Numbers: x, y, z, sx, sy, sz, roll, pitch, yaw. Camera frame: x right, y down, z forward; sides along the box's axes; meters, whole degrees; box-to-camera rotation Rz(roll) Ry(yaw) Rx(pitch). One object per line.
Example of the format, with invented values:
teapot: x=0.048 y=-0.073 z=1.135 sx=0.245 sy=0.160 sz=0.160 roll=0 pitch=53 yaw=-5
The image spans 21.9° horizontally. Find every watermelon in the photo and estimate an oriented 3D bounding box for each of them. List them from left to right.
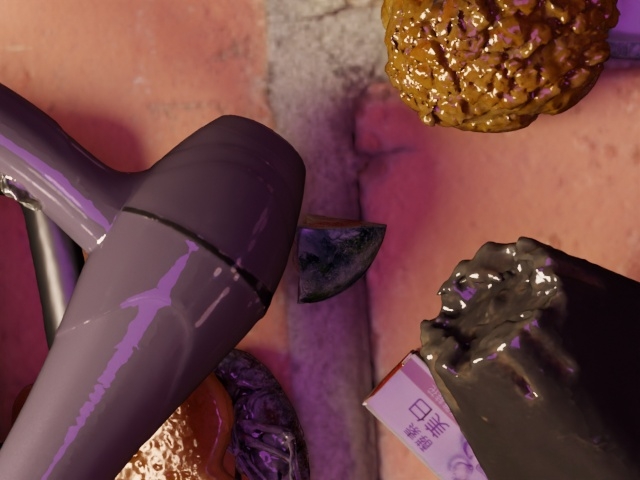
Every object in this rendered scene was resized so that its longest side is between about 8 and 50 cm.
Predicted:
watermelon: x=0.000 y=0.000 z=1.127 sx=0.085 sy=0.085 sz=0.061 roll=-44 pitch=52 yaw=5

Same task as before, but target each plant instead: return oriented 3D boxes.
plant: x=0.176 y=0.106 z=1.044 sx=0.256 sy=0.142 sz=0.164 roll=40 pitch=56 yaw=-25

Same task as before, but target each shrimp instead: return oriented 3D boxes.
shrimp: x=-0.040 y=0.149 z=1.132 sx=0.065 sy=0.056 sz=0.165 roll=-19 pitch=79 yaw=-10

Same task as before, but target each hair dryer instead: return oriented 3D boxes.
hair dryer: x=-0.210 y=-0.012 z=1.022 sx=0.361 sy=0.121 sz=0.301 roll=36 pitch=70 yaw=-8

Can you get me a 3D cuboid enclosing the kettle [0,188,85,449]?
kettle: x=-0.296 y=0.084 z=1.069 sx=0.262 sy=0.203 sz=0.308 roll=-10 pitch=82 yaw=23

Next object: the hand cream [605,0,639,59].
hand cream: x=0.237 y=-0.258 z=1.109 sx=0.079 sy=0.050 sz=0.275 roll=6 pitch=97 yaw=33

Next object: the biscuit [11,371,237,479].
biscuit: x=-0.160 y=0.174 z=1.136 sx=0.250 sy=0.036 sz=0.165 roll=-17 pitch=82 yaw=20

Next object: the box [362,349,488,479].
box: x=0.123 y=0.167 z=1.123 sx=0.055 sy=0.039 sz=0.218 roll=-45 pitch=87 yaw=4

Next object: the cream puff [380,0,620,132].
cream puff: x=0.116 y=-0.143 z=1.081 sx=0.150 sy=0.115 sz=0.165 roll=40 pitch=93 yaw=6
